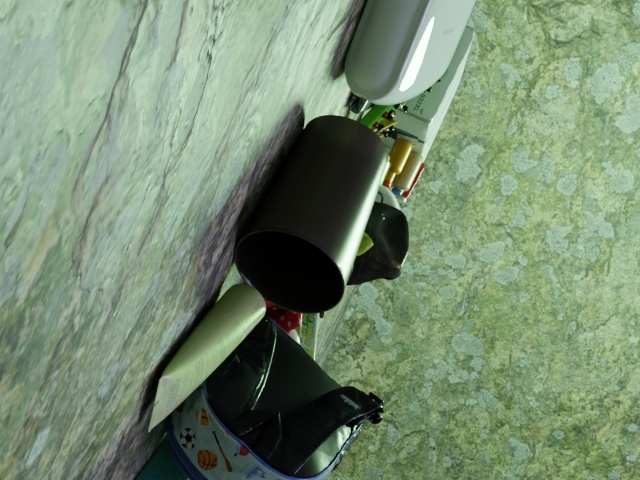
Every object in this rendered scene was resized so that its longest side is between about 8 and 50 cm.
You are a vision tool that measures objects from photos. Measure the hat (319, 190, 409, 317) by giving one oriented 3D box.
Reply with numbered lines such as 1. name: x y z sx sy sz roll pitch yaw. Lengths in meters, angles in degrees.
1. hat: 0.093 0.013 2.083 0.331 0.134 0.331 -163 -90 -84

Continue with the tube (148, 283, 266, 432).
1. tube: -0.149 0.138 1.391 0.070 0.062 0.240 64 35 -19

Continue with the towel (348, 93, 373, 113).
1. towel: 0.146 -0.389 1.933 0.324 0.056 0.312 -65 172 20

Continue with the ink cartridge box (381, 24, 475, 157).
1. ink cartridge box: 0.210 -0.318 2.313 0.223 0.129 0.307 -64 174 -10

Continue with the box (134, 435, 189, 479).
1. box: -0.216 0.343 1.547 0.244 0.060 0.100 -55 167 -62

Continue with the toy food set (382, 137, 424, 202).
1. toy food set: 0.151 -0.144 2.395 0.104 0.111 0.232 -64 -164 -10

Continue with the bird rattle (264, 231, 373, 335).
1. bird rattle: -0.038 0.060 1.718 0.253 0.143 0.207 -62 -170 -7

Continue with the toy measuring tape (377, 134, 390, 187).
1. toy measuring tape: 0.061 -0.122 1.874 0.330 0.121 0.121 57 57 -83

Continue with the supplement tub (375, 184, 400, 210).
1. supplement tub: 0.098 -0.045 2.343 0.200 0.144 0.144 48 66 -84

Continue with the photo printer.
1. photo printer: 0.153 -0.352 1.665 0.256 0.107 0.308 -31 147 -60

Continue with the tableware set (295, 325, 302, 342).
1. tableware set: -0.046 0.115 2.028 0.141 0.020 0.169 -165 -102 -81

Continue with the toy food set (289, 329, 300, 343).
1. toy food set: -0.107 0.239 1.930 0.306 0.092 0.220 100 15 -65

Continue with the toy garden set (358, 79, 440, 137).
1. toy garden set: 0.126 -0.228 2.018 0.204 0.049 0.244 -46 178 35

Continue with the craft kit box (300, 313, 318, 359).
1. craft kit box: -0.051 0.227 2.205 0.247 0.061 0.250 111 -12 -49

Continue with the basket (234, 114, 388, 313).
1. basket: -0.003 -0.045 1.492 0.204 0.154 0.227 106 7 -59

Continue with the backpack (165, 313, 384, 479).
1. backpack: -0.088 0.250 1.505 0.213 0.276 0.263 -54 175 21
